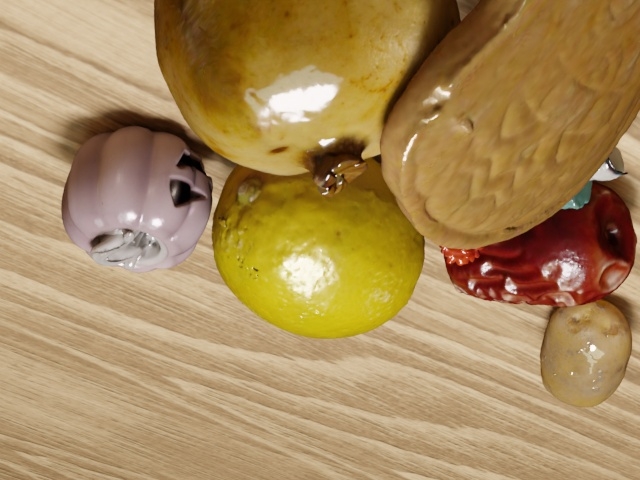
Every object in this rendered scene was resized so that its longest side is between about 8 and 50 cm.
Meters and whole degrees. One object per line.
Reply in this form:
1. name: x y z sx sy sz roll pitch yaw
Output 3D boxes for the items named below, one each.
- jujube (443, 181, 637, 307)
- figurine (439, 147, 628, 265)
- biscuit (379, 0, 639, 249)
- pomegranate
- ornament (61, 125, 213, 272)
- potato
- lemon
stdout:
1. jujube: 0.257 0.006 2.107 0.230 0.155 0.155 -4 151 34
2. figurine: 0.223 -0.065 1.997 0.245 0.138 0.110 -19 172 32
3. biscuit: 0.218 -0.140 1.685 0.365 0.062 0.385 -55 152 16
4. pomegranate: -0.019 -0.205 1.652 0.307 0.307 0.307 4 151 2
5. ornament: -0.215 -0.041 2.072 0.178 0.177 0.177 4 151 2
6. potato: 0.355 0.148 2.377 0.109 0.118 0.178 -22 144 -25
7. lemon: -0.003 -0.001 2.045 0.236 0.236 0.263 -19 121 36
